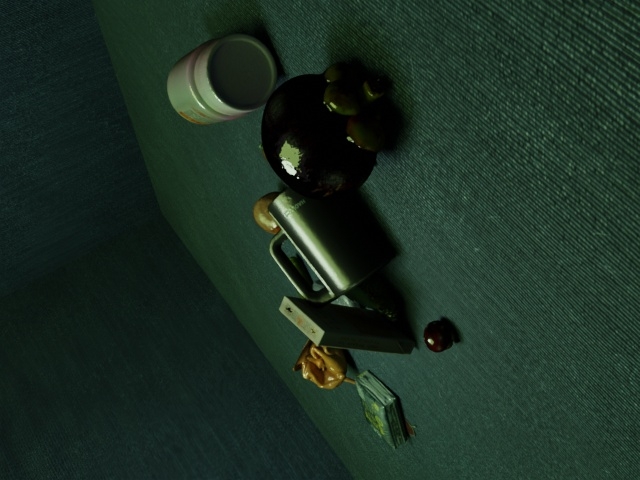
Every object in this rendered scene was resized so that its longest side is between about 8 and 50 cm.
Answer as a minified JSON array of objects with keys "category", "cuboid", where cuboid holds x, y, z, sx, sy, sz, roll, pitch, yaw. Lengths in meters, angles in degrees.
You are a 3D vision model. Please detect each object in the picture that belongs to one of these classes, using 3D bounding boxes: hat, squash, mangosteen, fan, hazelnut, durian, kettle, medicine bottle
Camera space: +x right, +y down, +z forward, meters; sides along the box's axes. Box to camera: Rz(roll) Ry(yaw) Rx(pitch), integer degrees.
[{"category":"hat","cuboid":[0.051,0.484,2.325,0.233,0.233,0.244,33,123,16]},{"category":"squash","cuboid":[-0.063,0.172,2.248,0.066,0.066,0.252,18,137,61]},{"category":"mangosteen","cuboid":[0.021,-0.236,1.251,0.302,0.275,0.275,-35,86,37]},{"category":"mangosteen","cuboid":[0.297,0.240,1.496,0.081,0.081,0.081,48,157,27]},{"category":"fan","cuboid":[0.322,0.673,2.154,0.085,0.005,0.133,56,161,9]},{"category":"hazelnut","cuboid":[-0.144,-0.086,1.973,0.150,0.150,0.150,48,157,27]},{"category":"durian","cuboid":[0.147,0.151,1.694,0.137,0.095,0.220,27,-174,-46]},{"category":"kettle","cuboid":[0.003,-0.003,1.570,0.308,0.262,0.203,55,174,3]},{"category":"medicine bottle","cuboid":[-0.280,-0.442,1.654,0.388,0.219,0.219,12,130,63]}]

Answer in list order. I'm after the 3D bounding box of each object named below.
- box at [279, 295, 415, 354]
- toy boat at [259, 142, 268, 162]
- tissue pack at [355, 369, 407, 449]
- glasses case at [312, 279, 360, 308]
[{"category":"box","cuboid":[0.081,0.243,1.683,0.204,0.365,0.051,34,104,48]},{"category":"toy boat","cuboid":[-0.080,-0.258,1.628,0.293,0.108,0.099,-8,80,63]},{"category":"tissue pack","cuboid":[0.223,0.631,2.212,0.185,0.081,0.257,38,152,50]},{"category":"glasses case","cuboid":[0.050,0.195,2.015,0.282,0.067,0.109,9,125,67]}]
